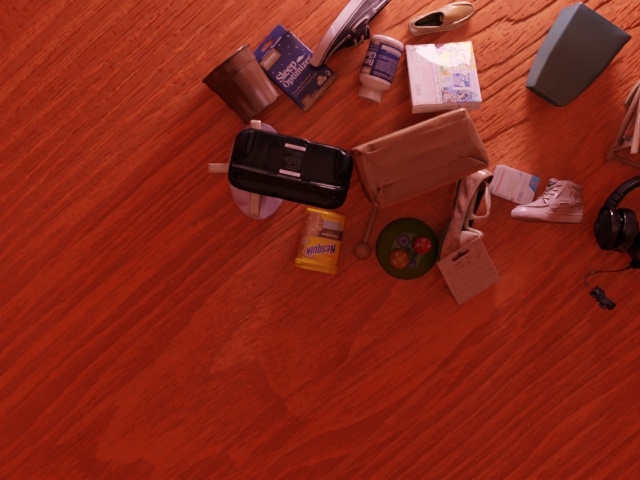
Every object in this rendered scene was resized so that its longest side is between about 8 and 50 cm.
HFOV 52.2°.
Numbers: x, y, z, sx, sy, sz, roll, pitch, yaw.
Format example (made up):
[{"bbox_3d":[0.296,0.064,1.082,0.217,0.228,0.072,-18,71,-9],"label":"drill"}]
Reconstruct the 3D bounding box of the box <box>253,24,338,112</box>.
[{"bbox_3d":[-0.078,-0.487,1.840,0.225,0.036,0.136,42,94,-3],"label":"box"}]

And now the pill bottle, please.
[{"bbox_3d":[0.161,-0.473,1.812,0.094,0.094,0.170,18,96,-2],"label":"pill bottle"}]

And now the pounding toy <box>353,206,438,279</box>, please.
[{"bbox_3d":[0.228,0.019,1.860,0.236,0.110,0.183,24,95,-3],"label":"pounding toy"}]

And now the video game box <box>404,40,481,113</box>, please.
[{"bbox_3d":[0.334,-0.450,1.798,0.187,0.048,0.205,-4,68,2],"label":"video game box"}]

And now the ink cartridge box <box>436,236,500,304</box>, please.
[{"bbox_3d":[0.417,0.082,1.868,0.145,0.045,0.179,-32,119,3],"label":"ink cartridge box"}]

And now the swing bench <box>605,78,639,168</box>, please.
[{"bbox_3d":[0.976,-0.309,1.806,0.253,0.165,0.255,19,91,-2],"label":"swing bench"}]

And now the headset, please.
[{"bbox_3d":[0.883,0.007,1.825,0.243,0.185,0.394,28,110,-3],"label":"headset"}]

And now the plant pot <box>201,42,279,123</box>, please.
[{"bbox_3d":[-0.209,-0.421,1.789,0.167,0.167,0.165,-39,102,4],"label":"plant pot"}]

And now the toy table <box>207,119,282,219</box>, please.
[{"bbox_3d":[-0.174,-0.192,1.810,0.252,0.161,0.274,-11,95,1],"label":"toy table"}]

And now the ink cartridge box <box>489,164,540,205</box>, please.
[{"bbox_3d":[0.550,-0.157,1.871,0.122,0.052,0.089,19,96,-4],"label":"ink cartridge box"}]

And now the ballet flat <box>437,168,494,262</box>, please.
[{"bbox_3d":[0.415,-0.057,1.845,0.106,0.107,0.316,17,98,29],"label":"ballet flat"}]

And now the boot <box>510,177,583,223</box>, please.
[{"bbox_3d":[0.635,-0.113,1.831,0.258,0.095,0.124,2,89,-32],"label":"boot"}]

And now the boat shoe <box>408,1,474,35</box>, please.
[{"bbox_3d":[0.340,-0.614,1.808,0.189,0.072,0.068,-21,96,2],"label":"boat shoe"}]

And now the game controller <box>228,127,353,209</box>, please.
[{"bbox_3d":[-0.077,-0.188,1.709,0.319,0.067,0.167,13,80,-2],"label":"game controller"}]

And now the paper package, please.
[{"bbox_3d":[0.246,-0.217,1.725,0.309,0.325,0.168,-20,96,2],"label":"paper package"}]

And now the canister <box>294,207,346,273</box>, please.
[{"bbox_3d":[0.000,0.000,1.876,0.126,0.073,0.170,11,95,-2],"label":"canister"}]

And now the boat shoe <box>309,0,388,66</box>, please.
[{"bbox_3d":[0.089,-0.581,1.792,0.102,0.108,0.301,39,81,-9],"label":"boat shoe"}]

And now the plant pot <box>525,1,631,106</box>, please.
[{"bbox_3d":[0.679,-0.493,1.784,0.165,0.165,0.234,32,103,-4],"label":"plant pot"}]
